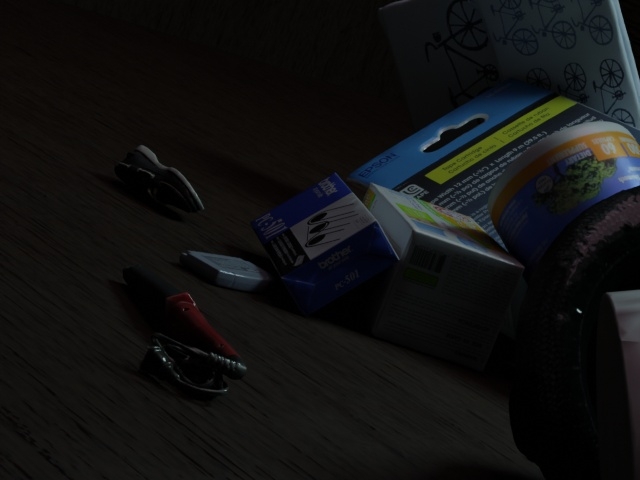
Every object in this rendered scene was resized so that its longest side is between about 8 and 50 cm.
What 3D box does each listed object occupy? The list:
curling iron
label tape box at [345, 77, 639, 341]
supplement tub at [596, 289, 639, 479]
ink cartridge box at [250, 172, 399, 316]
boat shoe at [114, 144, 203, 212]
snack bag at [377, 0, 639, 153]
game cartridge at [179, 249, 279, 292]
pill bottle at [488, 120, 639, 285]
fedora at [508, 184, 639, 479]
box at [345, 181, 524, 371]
[{"bbox_3d":[-0.109,0.054,1.397,0.068,0.035,0.274,19,10,-18],"label":"curling iron"},{"bbox_3d":[0.231,-0.025,2.002,0.249,0.115,0.348,-31,37,-26],"label":"label tape box"},{"bbox_3d":[0.335,0.122,1.123,0.331,0.241,0.241,-3,9,3],"label":"supplement tub"},{"bbox_3d":[0.000,0.000,1.754,0.046,0.097,0.207,60,-2,-16],"label":"ink cartridge box"},{"bbox_3d":[-0.159,-0.054,1.900,0.125,0.038,0.046,38,-24,43],"label":"boat shoe"},{"bbox_3d":[0.220,-0.145,2.188,0.342,0.323,0.037,-3,19,44],"label":"snack bag"},{"bbox_3d":[-0.077,0.028,1.685,0.056,0.017,0.083,24,9,38],"label":"game cartridge"},{"bbox_3d":[0.272,0.041,1.722,0.152,0.152,0.272,10,44,-50],"label":"pill bottle"},{"bbox_3d":[0.256,0.120,1.365,0.334,0.334,0.152,18,-24,-19],"label":"fedora"},{"bbox_3d":[0.095,0.030,1.785,0.114,0.103,0.203,19,10,-14],"label":"box"}]
